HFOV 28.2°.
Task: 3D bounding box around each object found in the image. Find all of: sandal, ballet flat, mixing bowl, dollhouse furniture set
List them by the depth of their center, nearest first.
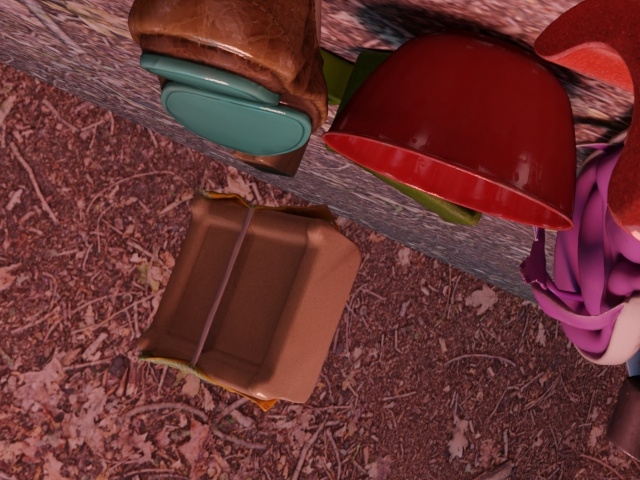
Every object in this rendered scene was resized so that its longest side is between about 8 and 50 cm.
[{"bbox_3d":[-0.044,-0.129,0.760,0.116,0.124,0.342,16,178,3],"label":"ballet flat"},{"bbox_3d":[0.101,-0.083,0.872,0.181,0.098,0.181,20,176,1],"label":"mixing bowl"},{"bbox_3d":[0.205,-0.002,0.990,0.102,0.169,0.416,-4,165,0],"label":"sandal"},{"bbox_3d":[0.000,0.000,1.086,0.151,0.301,0.198,26,172,-38],"label":"dollhouse furniture set"}]

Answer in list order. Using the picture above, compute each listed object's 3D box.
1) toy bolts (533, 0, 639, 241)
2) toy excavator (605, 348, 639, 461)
[{"bbox_3d":[0.193,-0.084,0.404,0.229,0.158,0.218,11,-137,-33],"label":"toy bolts"},{"bbox_3d":[0.503,0.118,1.191,0.433,0.222,0.445,21,-170,12],"label":"toy excavator"}]
